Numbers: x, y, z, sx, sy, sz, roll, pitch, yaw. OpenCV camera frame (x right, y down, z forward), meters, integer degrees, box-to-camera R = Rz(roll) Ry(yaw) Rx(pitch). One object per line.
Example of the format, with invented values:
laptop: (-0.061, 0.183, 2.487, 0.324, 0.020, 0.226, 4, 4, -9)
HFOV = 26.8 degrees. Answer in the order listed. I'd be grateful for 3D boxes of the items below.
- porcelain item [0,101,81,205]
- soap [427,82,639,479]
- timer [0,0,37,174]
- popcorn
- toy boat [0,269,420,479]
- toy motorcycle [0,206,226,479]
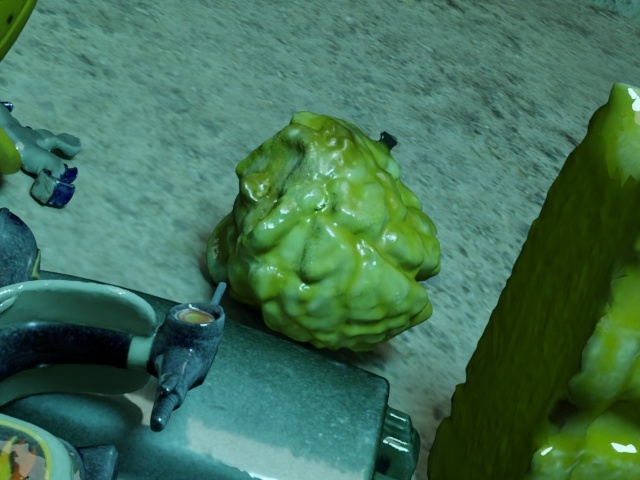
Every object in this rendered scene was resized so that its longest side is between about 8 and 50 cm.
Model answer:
porcelain item: (-0.201, -0.070, 0.954, 0.136, 0.021, 0.075, 43, 27, 29)
soap: (0.255, 0.098, 0.737, 0.335, 0.293, 0.156, 14, 24, -9)
timer: (-0.310, -0.199, 0.749, 0.376, 0.376, 0.387, 28, -9, -2)
popcorn: (0.008, -0.008, 0.907, 0.174, 0.142, 0.173, 23, 30, -14)
toy boat: (-0.105, 0.080, 0.686, 0.320, 0.092, 0.141, 21, 25, 0)
toy motorcycle: (-0.116, 0.091, 0.550, 0.157, 0.091, 0.263, 4, 49, -8)
